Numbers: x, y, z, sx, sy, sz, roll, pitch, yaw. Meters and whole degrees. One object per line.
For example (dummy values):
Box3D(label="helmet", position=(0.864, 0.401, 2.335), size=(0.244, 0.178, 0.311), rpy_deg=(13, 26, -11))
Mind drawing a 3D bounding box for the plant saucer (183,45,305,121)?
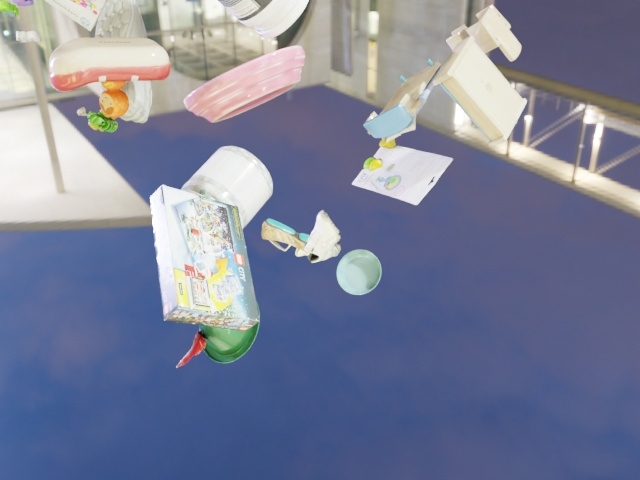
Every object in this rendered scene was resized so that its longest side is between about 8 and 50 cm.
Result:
Box3D(label="plant saucer", position=(-0.181, -0.387, 1.746), size=(0.332, 0.084, 0.332), rpy_deg=(-24, -173, 3))

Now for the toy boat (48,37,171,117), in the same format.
Box3D(label="toy boat", position=(-0.417, -0.320, 1.371), size=(0.231, 0.151, 0.151), rpy_deg=(-8, -152, -24))

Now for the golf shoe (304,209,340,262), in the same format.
Box3D(label="golf shoe", position=(0.000, 0.000, 1.662), size=(0.086, 0.176, 0.069), rpy_deg=(-30, -122, -14))

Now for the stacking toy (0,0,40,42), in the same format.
Box3D(label="stacking toy", position=(-0.693, -0.563, 1.556), size=(0.052, 0.167, 0.221), rpy_deg=(-5, 178, -7))

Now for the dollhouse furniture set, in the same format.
Box3D(label="dollhouse furniture set", position=(0.299, -0.329, 1.603), size=(0.303, 0.198, 0.286), rpy_deg=(-19, -148, 55))

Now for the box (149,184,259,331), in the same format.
Box3D(label="box", position=(-0.195, 0.030, 1.147), size=(0.159, 0.044, 0.233), rpy_deg=(16, -131, -42))

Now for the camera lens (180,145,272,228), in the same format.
Box3D(label="camera lens", position=(-0.294, -0.135, 2.092), size=(0.219, 0.219, 0.274), rpy_deg=(17, -126, 30))

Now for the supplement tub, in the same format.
Box3D(label="supplement tub", position=(-0.171, -0.621, 1.586), size=(0.191, 0.272, 0.191), rpy_deg=(-28, -136, 31))

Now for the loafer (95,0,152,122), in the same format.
Box3D(label="loafer", position=(-0.437, -0.414, 1.556), size=(0.112, 0.320, 0.111), rpy_deg=(-12, 161, 20))

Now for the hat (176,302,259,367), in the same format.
Box3D(label="hat", position=(-0.248, 0.165, 1.478), size=(0.208, 0.173, 0.183), rpy_deg=(34, -178, 42))

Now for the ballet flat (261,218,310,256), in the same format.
Box3D(label="ballet flat", position=(-0.074, 0.005, 1.953), size=(0.206, 0.067, 0.073), rpy_deg=(24, -161, 0))

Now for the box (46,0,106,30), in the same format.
Box3D(label="box", position=(-0.568, -0.597, 1.608), size=(0.145, 0.186, 0.038), rpy_deg=(33, -126, -20))

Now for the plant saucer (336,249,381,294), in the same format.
Box3D(label="plant saucer", position=(0.102, 0.084, 1.788), size=(0.119, 0.119, 0.021), rpy_deg=(10, 170, 20))

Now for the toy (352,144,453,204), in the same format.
Box3D(label="toy", position=(0.193, -0.147, 1.595), size=(0.137, 0.056, 0.237), rpy_deg=(-51, -140, -10))

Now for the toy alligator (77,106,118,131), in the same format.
Box3D(label="toy alligator", position=(-0.566, -0.307, 1.774), size=(0.051, 0.056, 0.189), rpy_deg=(47, -173, 2))
